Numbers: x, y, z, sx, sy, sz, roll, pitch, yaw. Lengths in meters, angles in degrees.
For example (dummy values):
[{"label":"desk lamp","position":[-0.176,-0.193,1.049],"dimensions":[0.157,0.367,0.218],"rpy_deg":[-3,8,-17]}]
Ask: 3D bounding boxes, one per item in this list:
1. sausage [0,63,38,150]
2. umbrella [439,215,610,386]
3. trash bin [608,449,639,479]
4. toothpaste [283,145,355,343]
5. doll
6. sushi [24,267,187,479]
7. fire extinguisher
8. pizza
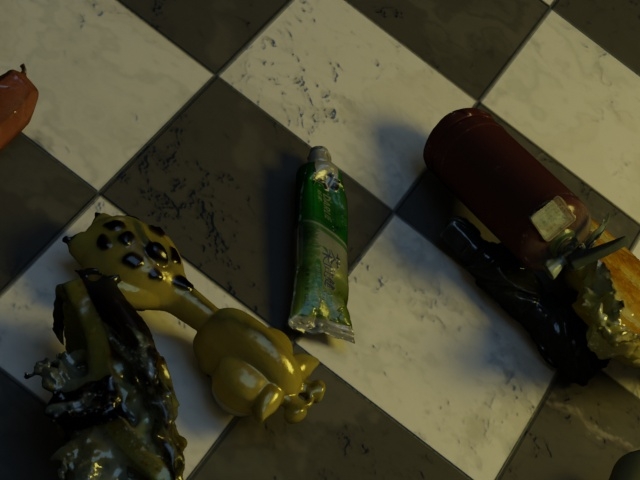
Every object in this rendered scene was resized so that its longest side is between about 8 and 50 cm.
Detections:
[{"label":"sausage","position":[-0.336,-0.114,1.853],"dimensions":[0.065,0.065,0.169],"rpy_deg":[38,45,2]},{"label":"umbrella","position":[0.221,0.062,2.049],"dimensions":[0.235,0.059,0.066],"rpy_deg":[46,22,8]},{"label":"trash bin","position":[0.359,0.355,1.851],"dimensions":[0.243,0.121,0.247],"rpy_deg":[34,41,-3]},{"label":"toothpaste","position":[0.000,0.000,1.975],"dimensions":[0.078,0.047,0.248],"rpy_deg":[15,50,-18]},{"label":"doll","position":[-0.121,0.073,1.812],"dimensions":[0.291,0.086,0.117],"rpy_deg":[38,49,5]},{"label":"sushi","position":[-0.186,0.175,1.677],"dimensions":[0.131,0.139,0.291],"rpy_deg":[-13,59,-15]},{"label":"fire extinguisher","position":[0.222,-0.046,2.038],"dimensions":[0.105,0.105,0.269],"rpy_deg":[-1,32,-32]},{"label":"pizza","position":[0.324,0.079,2.027],"dimensions":[0.280,0.075,0.288],"rpy_deg":[47,19,12]}]
